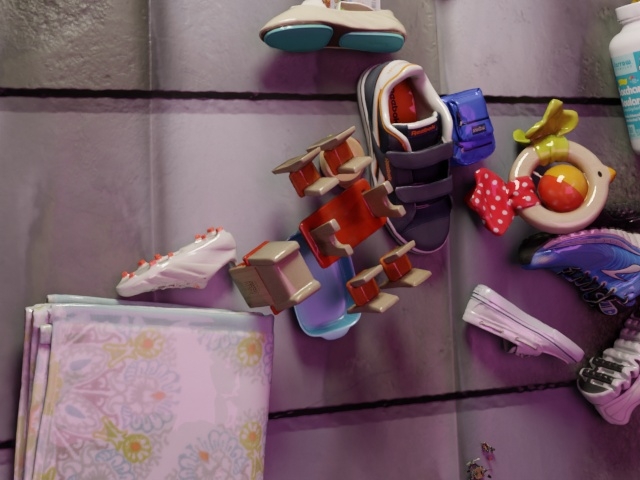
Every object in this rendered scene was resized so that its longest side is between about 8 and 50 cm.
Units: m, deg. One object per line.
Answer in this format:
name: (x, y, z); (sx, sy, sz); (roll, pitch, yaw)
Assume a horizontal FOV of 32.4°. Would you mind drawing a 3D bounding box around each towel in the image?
towel: (-0.252, 0.249, 1.604); (0.374, 0.090, 0.320); (6, 90, -23)

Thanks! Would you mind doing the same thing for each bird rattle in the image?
bird rattle: (0.369, -0.098, 1.814); (0.207, 0.143, 0.253); (31, 66, 12)

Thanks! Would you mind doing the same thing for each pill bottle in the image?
pill bottle: (0.595, -0.292, 1.943); (0.146, 0.146, 0.264); (-18, 95, -23)

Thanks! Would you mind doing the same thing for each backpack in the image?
backpack: (0.233, -0.182, 1.810); (0.098, 0.101, 0.120); (-16, 98, -14)

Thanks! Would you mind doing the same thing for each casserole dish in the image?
casserole dish: (-0.002, 0.064, 1.739); (0.114, 0.037, 0.188); (-16, 95, -22)

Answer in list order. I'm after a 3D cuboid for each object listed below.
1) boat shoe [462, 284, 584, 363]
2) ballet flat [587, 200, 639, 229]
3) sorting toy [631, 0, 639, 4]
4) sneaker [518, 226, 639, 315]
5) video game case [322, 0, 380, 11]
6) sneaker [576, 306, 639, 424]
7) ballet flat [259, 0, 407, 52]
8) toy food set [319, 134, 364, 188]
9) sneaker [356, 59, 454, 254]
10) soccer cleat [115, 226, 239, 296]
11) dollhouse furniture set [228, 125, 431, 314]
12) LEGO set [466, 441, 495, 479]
boat shoe: (0.338, 0.160, 1.871); (0.226, 0.083, 0.076); (32, 89, -8)
ballet flat: (0.507, -0.048, 1.963); (0.173, 0.057, 0.049); (4, 47, -24)
sorting toy: (0.519, -0.537, 1.956); (0.365, 0.127, 0.126); (40, 104, -15)
sneaker: (0.489, 0.054, 1.902); (0.330, 0.130, 0.147); (6, 85, -23)
video game case: (0.040, -0.360, 1.777); (0.122, 0.011, 0.087); (0, 90, -24)
sneaker: (0.583, 0.206, 1.963); (0.292, 0.110, 0.118); (-41, 115, -13)
ballet flat: (0.017, -0.339, 1.726); (0.248, 0.086, 0.086); (0, 89, -25)
toy food set: (0.036, -0.129, 1.766); (0.083, 0.020, 0.082); (24, 80, -21)
sneaker: (0.147, -0.129, 1.760); (0.126, 0.127, 0.321); (-21, 99, -24)
soccer cleat: (-0.207, 0.047, 1.636); (0.196, 0.068, 0.076); (-27, 103, -24)
dollhouse furniture set: (0.000, 0.000, 1.673); (0.259, 0.135, 0.262); (-35, 103, -31)
LEGO set: (0.267, 0.382, 1.862); (0.054, 0.023, 0.083); (51, 58, -17)
